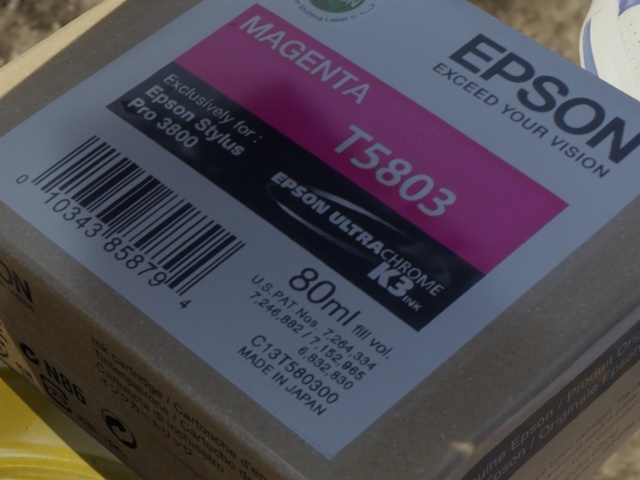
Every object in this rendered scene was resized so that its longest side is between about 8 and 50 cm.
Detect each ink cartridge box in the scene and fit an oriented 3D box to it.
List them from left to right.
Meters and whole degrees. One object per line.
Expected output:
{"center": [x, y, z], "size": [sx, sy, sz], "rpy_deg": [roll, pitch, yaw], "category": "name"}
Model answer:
{"center": [0.000, 0.000, 0.608], "size": [0.193, 0.234, 0.088], "rpy_deg": [-40, 147, -26], "category": "ink cartridge box"}

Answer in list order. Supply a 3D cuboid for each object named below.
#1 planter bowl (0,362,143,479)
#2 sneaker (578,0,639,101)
{"center": [-0.091, 0.144, 0.627], "size": [0.217, 0.090, 0.217], "rpy_deg": [15, 28, -9], "category": "planter bowl"}
{"center": [0.228, -0.032, 0.768], "size": [0.127, 0.182, 0.315], "rpy_deg": [53, 20, -29], "category": "sneaker"}
